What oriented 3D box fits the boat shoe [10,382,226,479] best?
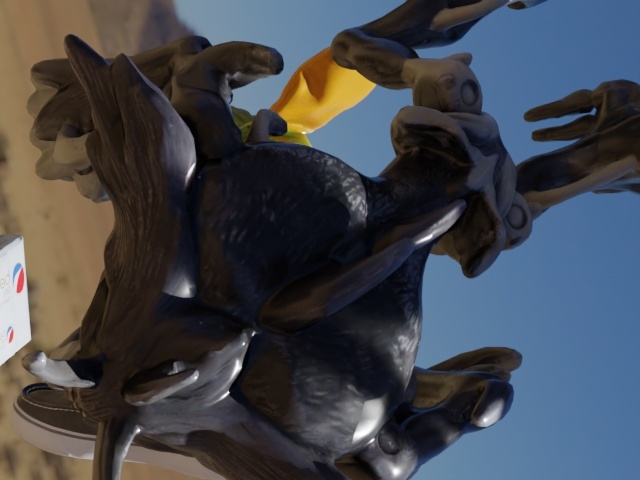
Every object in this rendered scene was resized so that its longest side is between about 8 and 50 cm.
[{"bbox_3d":[-0.137,0.126,1.465,0.080,0.228,0.076,-29,124,-55],"label":"boat shoe"}]

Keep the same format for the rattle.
[{"bbox_3d":[-0.014,-0.002,1.132,0.130,0.143,0.199,56,29,-41],"label":"rattle"}]

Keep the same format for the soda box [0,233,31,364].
[{"bbox_3d":[-0.298,0.037,1.223,0.069,0.216,0.074,-48,138,-70],"label":"soda box"}]

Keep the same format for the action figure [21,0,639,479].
[{"bbox_3d":[0.000,0.000,0.541,0.141,0.276,0.164,-23,-81,47],"label":"action figure"}]
